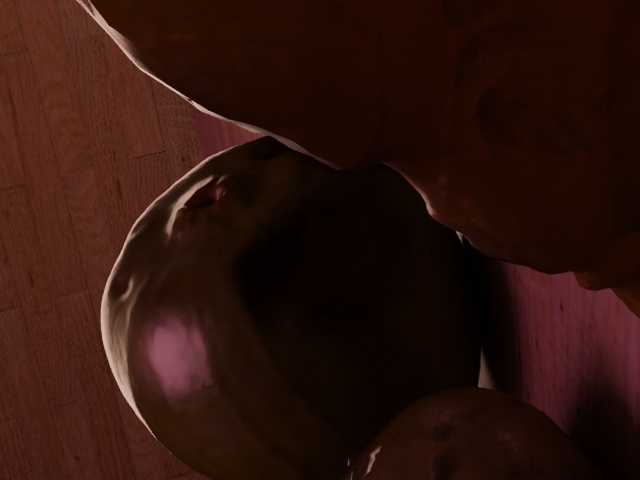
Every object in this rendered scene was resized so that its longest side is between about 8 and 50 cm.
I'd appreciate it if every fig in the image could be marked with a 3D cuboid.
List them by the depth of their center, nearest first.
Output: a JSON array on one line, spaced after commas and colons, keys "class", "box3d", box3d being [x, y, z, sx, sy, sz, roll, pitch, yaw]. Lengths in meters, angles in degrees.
[{"class": "fig", "box3d": [-0.005, 0.069, 1.039, 0.271, 0.239, 0.239, 56, -179, -26]}]

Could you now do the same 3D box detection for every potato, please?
[{"class": "potato", "box3d": [0.078, 0.206, 0.861, 0.173, 0.210, 0.307, 26, 138, 23]}]

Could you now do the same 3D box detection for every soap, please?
[{"class": "soap", "box3d": [0.005, -0.076, 0.453, 0.339, 0.304, 0.169, 86, 171, -50]}]

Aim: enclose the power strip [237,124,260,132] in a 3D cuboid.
[{"class": "power strip", "box3d": [-0.030, -0.146, 1.274, 0.118, 0.046, 0.270, -62, 9, -1]}]
